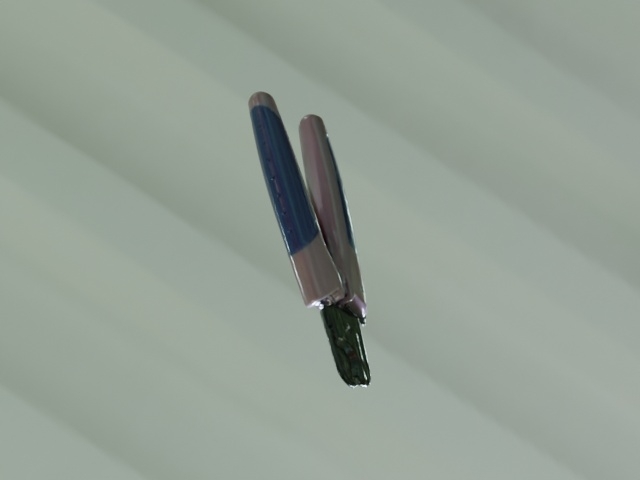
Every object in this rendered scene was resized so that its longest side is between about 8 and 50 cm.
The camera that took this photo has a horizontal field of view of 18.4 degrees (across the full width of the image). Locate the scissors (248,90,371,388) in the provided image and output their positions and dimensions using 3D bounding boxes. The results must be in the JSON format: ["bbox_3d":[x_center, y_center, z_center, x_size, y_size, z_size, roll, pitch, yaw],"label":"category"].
[{"bbox_3d":[0.000,0.000,0.678,0.039,0.012,0.113,20,-134,-49],"label":"scissors"}]
